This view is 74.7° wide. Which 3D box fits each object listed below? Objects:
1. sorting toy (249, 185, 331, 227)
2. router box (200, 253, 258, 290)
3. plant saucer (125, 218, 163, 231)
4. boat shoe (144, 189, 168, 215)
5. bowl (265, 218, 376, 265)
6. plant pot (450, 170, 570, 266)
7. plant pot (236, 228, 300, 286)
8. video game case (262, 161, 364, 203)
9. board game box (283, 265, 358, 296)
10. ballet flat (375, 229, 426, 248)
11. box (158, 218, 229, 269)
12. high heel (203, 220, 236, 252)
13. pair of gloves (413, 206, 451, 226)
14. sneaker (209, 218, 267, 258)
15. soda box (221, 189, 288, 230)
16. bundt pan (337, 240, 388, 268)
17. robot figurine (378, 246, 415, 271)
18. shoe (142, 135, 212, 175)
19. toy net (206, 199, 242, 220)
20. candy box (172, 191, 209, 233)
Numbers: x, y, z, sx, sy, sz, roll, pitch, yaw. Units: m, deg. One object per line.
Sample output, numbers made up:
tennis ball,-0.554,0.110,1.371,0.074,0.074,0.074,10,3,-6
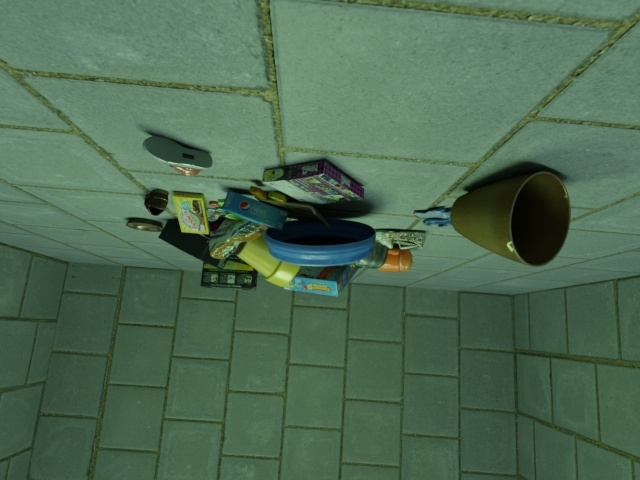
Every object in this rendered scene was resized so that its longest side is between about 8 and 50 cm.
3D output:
sorting toy,-0.101,-0.118,1.399,0.228,0.041,0.307,15,172,19
router box,-0.508,0.153,2.376,0.308,0.243,0.081,3,168,8
plant saucer,-0.806,-0.071,1.935,0.168,0.029,0.168,5,168,1
boat shoe,-0.596,-0.125,1.512,0.073,0.073,0.207,9,168,-26
bowl,0.000,0.000,1.481,0.390,0.077,0.391,0,-164,0
plant pot,0.491,-0.067,1.148,0.236,0.238,0.254,11,-178,-29
plant pot,-0.218,0.037,1.789,0.238,0.254,0.254,26,160,-22
video game case,-0.016,-0.160,1.218,0.210,0.042,0.232,-1,167,33
board game box,0.006,0.156,2.143,0.301,0.086,0.308,5,-154,25
ballet flat,0.324,-0.003,1.765,0.240,0.077,0.091,2,169,12
box,-0.556,0.020,1.869,0.261,0.103,0.184,23,168,24
high heel,-0.342,0.009,1.905,0.376,0.128,0.181,17,170,-40
pair of gloves,0.427,-0.082,1.494,0.159,0.023,0.198,-1,166,31
sneaker,-0.332,-0.051,1.650,0.296,0.131,0.111,-30,148,17
soda box,-0.216,-0.096,1.399,0.209,0.068,0.071,21,174,-7
bundt pan,0.159,0.063,1.951,0.329,0.124,0.331,4,174,0
robot figurine,0.359,0.092,2.081,0.219,0.158,0.128,1,-158,16
shoe,-0.371,-0.207,1.065,0.177,0.064,0.081,9,163,-42
toy net,-0.391,-0.104,1.601,0.122,0.045,0.232,14,165,-42
candy box,-0.467,-0.096,1.524,0.105,0.027,0.206,6,143,-2
